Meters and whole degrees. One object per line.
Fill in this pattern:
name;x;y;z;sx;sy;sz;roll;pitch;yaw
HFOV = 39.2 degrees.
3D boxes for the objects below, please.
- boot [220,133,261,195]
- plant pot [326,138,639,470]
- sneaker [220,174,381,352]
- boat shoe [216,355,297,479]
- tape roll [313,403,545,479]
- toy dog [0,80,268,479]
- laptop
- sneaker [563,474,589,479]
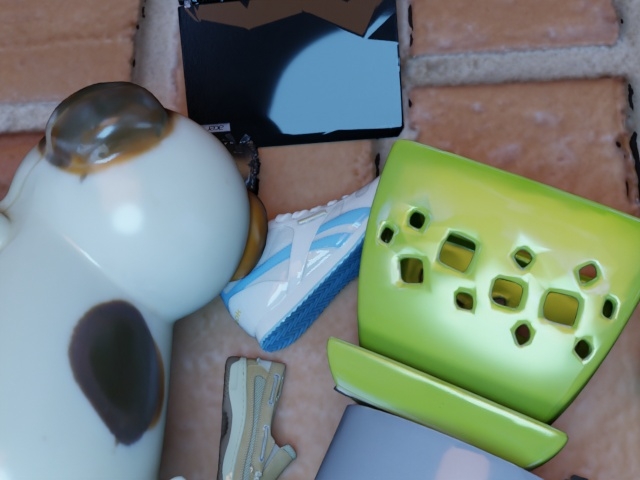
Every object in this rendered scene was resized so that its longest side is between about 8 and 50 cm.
boot;-0.114;-0.052;0.938;0.099;0.045;0.121;3;77;0
plant pot;0.135;0.073;0.770;0.228;0.227;0.207;22;79;15
sneaker;0.000;0.000;0.882;0.229;0.087;0.092;-42;67;-11
boat shoe;-0.058;0.199;0.830;0.072;0.068;0.190;3;70;-4
tape roll;0.107;0.209;0.720;0.219;0.219;0.072;21;76;14
toy dog;-0.218;0.063;0.744;0.395;0.284;0.408;-4;54;50
laptop;-0.029;-0.242;1.010;0.234;0.136;0.264;-3;44;5
sneaker;0.222;0.296;0.768;0.089;0.051;0.170;24;70;15
